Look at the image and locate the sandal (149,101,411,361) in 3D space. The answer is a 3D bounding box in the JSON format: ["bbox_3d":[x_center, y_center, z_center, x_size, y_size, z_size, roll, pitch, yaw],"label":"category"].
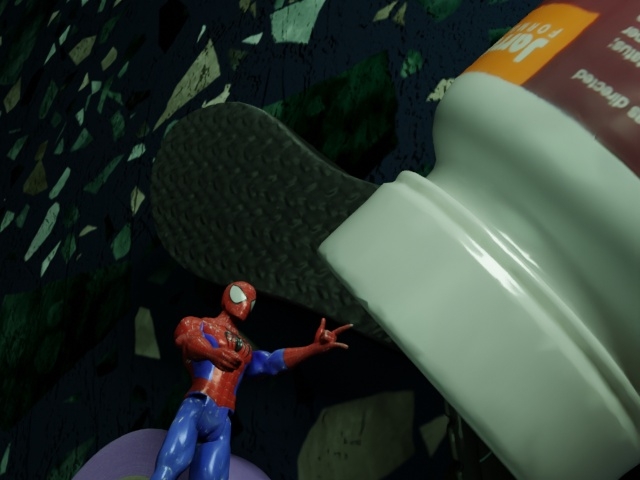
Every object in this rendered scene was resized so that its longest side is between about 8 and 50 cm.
[{"bbox_3d":[0.000,0.003,0.852,0.446,0.107,0.167,28,86,39],"label":"sandal"}]

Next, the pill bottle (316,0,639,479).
[{"bbox_3d":[0.203,-0.055,0.494,0.392,0.224,0.224,-42,39,-1],"label":"pill bottle"}]

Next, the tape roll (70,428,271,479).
[{"bbox_3d":[-0.146,0.305,0.801,0.275,0.090,0.274,-26,50,34],"label":"tape roll"}]

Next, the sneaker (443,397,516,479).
[{"bbox_3d":[0.126,0.082,0.624,0.106,0.101,0.267,-9,81,4],"label":"sneaker"}]

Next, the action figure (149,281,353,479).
[{"bbox_3d":[-0.066,0.136,0.701,0.139,0.091,0.280,-27,39,38],"label":"action figure"}]
